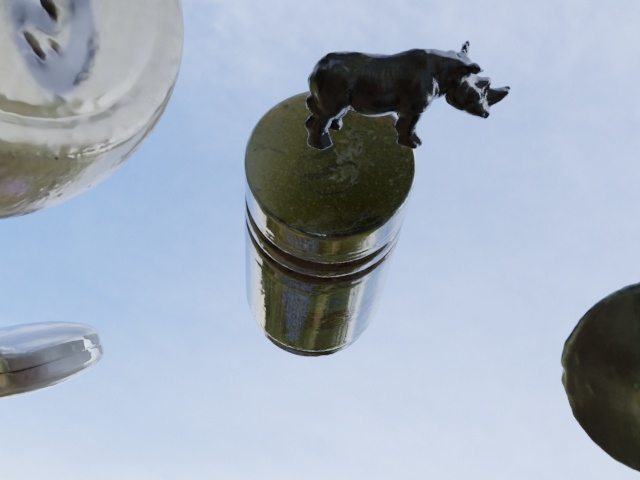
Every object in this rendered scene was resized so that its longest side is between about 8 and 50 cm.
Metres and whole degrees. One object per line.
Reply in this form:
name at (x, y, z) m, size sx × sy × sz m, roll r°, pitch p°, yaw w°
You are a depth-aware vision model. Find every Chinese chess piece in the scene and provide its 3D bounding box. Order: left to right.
Chinese chess piece at (-0.196, -0.137, 0.559) m, size 0.104 × 0.257 × 0.257 m, roll -22°, pitch -62°, yaw 41°

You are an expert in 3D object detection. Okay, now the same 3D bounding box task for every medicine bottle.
medicine bottle at (0.000, 0.000, 1.023) m, size 0.151 × 0.151 × 0.322 m, roll 25°, pitch -25°, yaw 8°

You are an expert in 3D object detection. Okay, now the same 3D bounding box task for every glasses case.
glasses case at (-0.278, 0.107, 0.910) m, size 0.233 × 0.092 × 0.059 m, roll -12°, pitch -84°, yaw 49°

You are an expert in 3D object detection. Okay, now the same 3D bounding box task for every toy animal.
toy animal at (0.057, -0.095, 0.659) m, size 0.136 × 0.047 × 0.065 m, roll -1°, pitch -52°, yaw -4°

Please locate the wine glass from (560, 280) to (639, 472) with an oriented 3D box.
wine glass at (0.215, 0.202, 0.677) m, size 0.267 × 0.406 × 0.267 m, roll 12°, pitch -58°, yaw 20°
